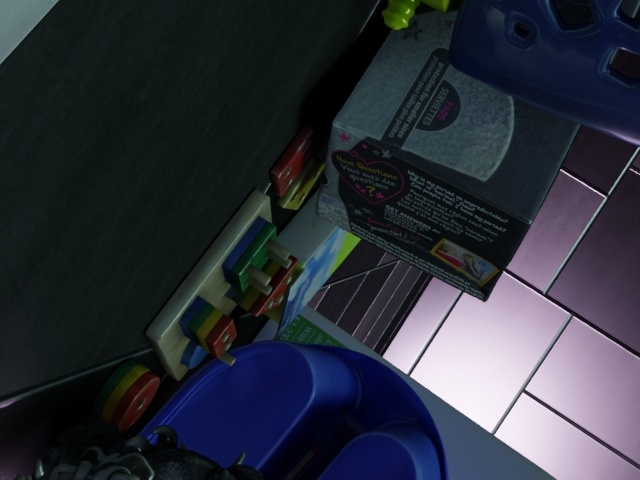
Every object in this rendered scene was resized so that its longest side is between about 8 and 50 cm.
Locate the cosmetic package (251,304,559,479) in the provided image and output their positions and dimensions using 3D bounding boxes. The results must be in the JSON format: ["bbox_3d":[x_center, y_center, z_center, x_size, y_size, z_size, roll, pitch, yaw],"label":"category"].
[{"bbox_3d":[0.064,0.243,1.125,0.197,0.365,0.155,-55,170,-12],"label":"cosmetic package"}]

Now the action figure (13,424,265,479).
[{"bbox_3d":[-0.131,0.183,0.658,0.275,0.164,0.141,18,86,-70],"label":"action figure"}]

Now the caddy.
[{"bbox_3d":[-0.049,0.239,0.925,0.341,0.241,0.179,-48,162,-3],"label":"caddy"}]

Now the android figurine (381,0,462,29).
[{"bbox_3d":[0.115,-0.261,0.710,0.273,0.056,0.248,-59,170,1],"label":"android figurine"}]

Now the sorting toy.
[{"bbox_3d":[-0.061,0.039,0.831,0.274,0.046,0.132,-54,169,-17],"label":"sorting toy"}]

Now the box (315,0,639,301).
[{"bbox_3d":[0.123,-0.111,0.859,0.247,0.163,0.142,-58,171,-27],"label":"box"}]

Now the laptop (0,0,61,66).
[{"bbox_3d":[0.079,-0.208,0.215,0.382,0.236,0.408,-53,169,-18],"label":"laptop"}]

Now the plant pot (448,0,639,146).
[{"bbox_3d":[0.240,-0.209,0.688,0.236,0.236,0.212,-55,161,-30],"label":"plant pot"}]

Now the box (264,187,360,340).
[{"bbox_3d":[0.000,0.000,0.998,0.178,0.042,0.109,-50,167,-33],"label":"box"}]
